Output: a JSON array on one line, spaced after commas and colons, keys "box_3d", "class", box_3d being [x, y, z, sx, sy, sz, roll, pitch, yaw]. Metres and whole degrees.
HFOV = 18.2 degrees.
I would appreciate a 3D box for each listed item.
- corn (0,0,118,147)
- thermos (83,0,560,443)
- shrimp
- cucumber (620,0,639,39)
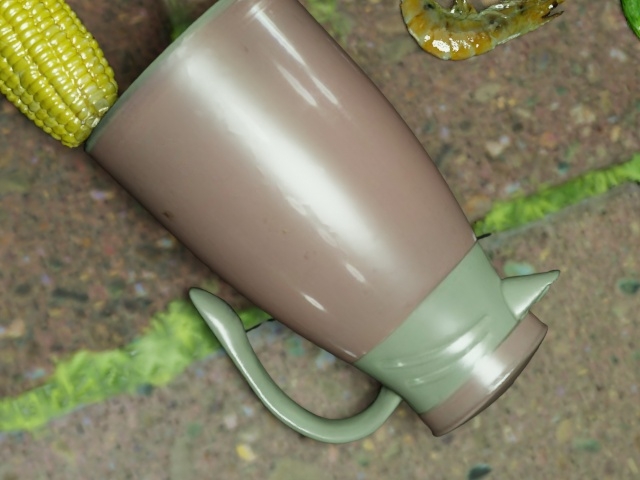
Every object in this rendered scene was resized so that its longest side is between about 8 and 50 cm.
[{"box_3d": [-0.190, -0.139, 1.133, 0.072, 0.072, 0.203, -42, 91, -24], "class": "corn"}, {"box_3d": [0.000, 0.000, 1.123, 0.176, 0.146, 0.265, -42, 92, 17], "class": "thermos"}, {"box_3d": [0.102, -0.160, 1.265, 0.114, 0.023, 0.083, -18, 78, -19], "class": "shrimp"}, {"box_3d": [0.209, -0.204, 1.306, 0.039, 0.039, 0.167, 1, 76, -18], "class": "cucumber"}]
